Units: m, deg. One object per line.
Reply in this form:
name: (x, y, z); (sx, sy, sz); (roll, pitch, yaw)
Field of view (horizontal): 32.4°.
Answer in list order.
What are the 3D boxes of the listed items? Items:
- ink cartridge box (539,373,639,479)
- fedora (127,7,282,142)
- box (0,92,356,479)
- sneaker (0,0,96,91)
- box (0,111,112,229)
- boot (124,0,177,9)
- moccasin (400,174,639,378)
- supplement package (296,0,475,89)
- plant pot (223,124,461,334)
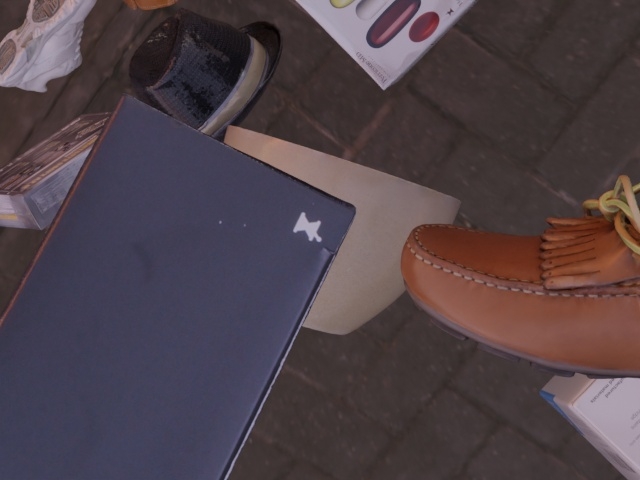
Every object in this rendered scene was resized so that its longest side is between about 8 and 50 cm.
ink cartridge box: (0.437, 0.257, 1.351); (0.307, 0.223, 0.129); (44, 88, 4)
fedora: (-0.214, -0.283, 1.821); (0.334, 0.334, 0.152); (-43, 120, 6)
box: (-0.073, 0.046, 0.425); (0.093, 0.158, 0.156); (28, 79, -7)
sneaker: (-0.408, -0.319, 1.715); (0.232, 0.090, 0.115); (-39, 147, 27)
box: (-0.360, -0.102, 1.542); (0.231, 0.183, 0.056); (-42, 120, -33)
boot: (-0.332, -0.457, 1.652); (0.109, 0.283, 0.220); (-52, 133, -21)
moccasin: (0.237, 0.019, 0.722); (0.380, 0.139, 0.147); (8, 113, 27)
supplement package: (0.109, -0.368, 1.648); (0.194, 0.149, 0.203); (45, 107, -2)
plant pot: (0.000, 0.000, 1.280); (0.284, 0.284, 0.191); (17, 92, -12)
